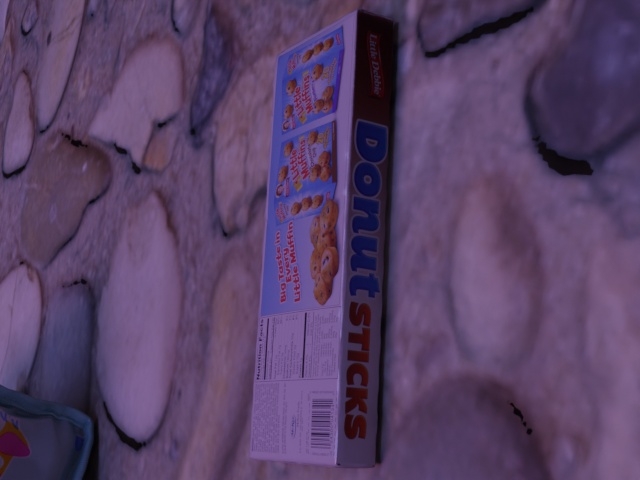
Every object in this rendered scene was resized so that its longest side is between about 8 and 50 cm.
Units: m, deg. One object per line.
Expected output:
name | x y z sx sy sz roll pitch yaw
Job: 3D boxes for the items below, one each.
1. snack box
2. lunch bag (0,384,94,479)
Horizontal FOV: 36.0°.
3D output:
snack box | 0.000 0.000 0.401 0.064 0.022 0.178 -14 69 56
lunch bag | -0.262 0.224 0.581 0.223 0.160 0.262 -38 33 46
